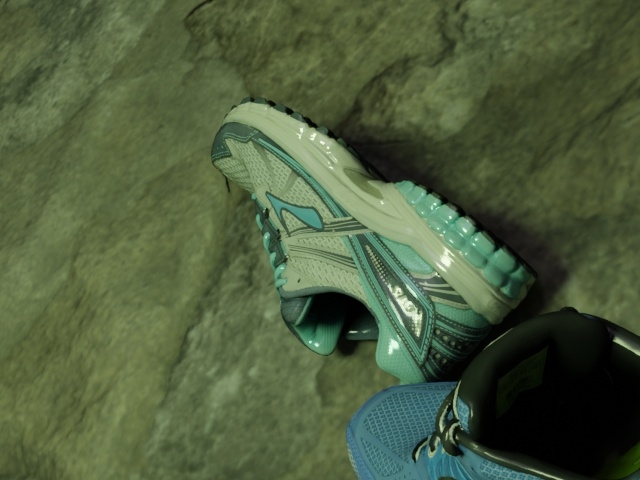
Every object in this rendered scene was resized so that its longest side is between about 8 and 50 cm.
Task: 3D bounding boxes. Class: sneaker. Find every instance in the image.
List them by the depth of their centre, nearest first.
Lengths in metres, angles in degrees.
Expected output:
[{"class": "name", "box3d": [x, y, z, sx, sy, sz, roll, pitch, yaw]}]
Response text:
[{"class": "sneaker", "box3d": [0.113, 0.092, 0.688, 0.130, 0.147, 0.330, -45, 21, -26]}, {"class": "sneaker", "box3d": [0.000, 0.000, 0.914, 0.283, 0.110, 0.122, 32, 84, 46]}]
